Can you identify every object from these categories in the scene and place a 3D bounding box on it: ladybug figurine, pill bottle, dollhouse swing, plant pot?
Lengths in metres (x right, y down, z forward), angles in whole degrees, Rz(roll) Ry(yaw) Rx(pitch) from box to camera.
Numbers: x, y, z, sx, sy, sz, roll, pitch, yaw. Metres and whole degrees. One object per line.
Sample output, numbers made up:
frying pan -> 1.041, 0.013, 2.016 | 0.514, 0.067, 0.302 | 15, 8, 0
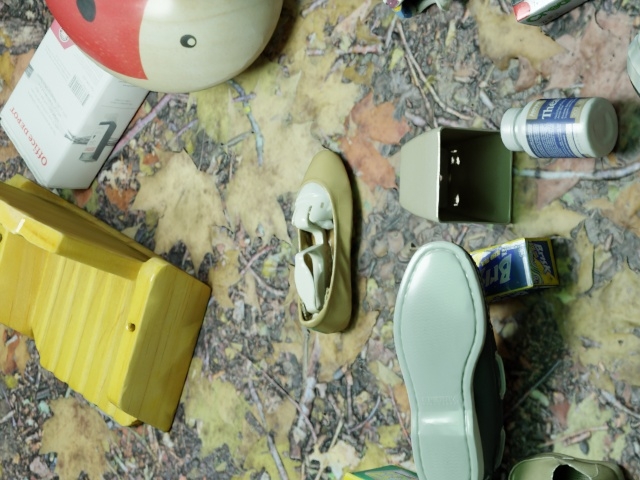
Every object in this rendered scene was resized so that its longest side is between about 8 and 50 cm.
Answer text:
ladybug figurine -> -0.243, -0.375, 2.188 | 0.449, 0.162, 0.305 | 35, 96, 34
pill bottle -> 0.261, -0.124, 1.817 | 0.120, 0.067, 0.067 | 2, 91, 42
dollhouse swing -> -0.387, 0.077, 2.254 | 0.347, 0.305, 0.315 | 29, 108, 38
plant pot -> 0.149, -0.074, 1.902 | 0.096, 0.109, 0.109 | 2, 91, 56

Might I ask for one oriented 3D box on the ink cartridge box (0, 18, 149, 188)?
ink cartridge box -> -0.353, -0.203, 2.369 | 0.218, 0.092, 0.158 | -52, 57, 27

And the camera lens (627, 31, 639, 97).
camera lens -> 0.440, -0.205, 1.550 | 0.219, 0.219, 0.274 | 50, 121, 31

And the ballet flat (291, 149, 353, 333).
ballet flat -> 0.000, 0.000, 2.053 | 0.080, 0.073, 0.232 | -10, 82, 42

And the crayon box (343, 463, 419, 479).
crayon box -> 0.162, 0.460, 1.875 | 0.363, 0.106, 0.313 | 17, 99, 41

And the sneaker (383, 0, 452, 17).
sneaker -> 0.083, -0.309, 1.984 | 0.185, 0.069, 0.084 | 3, 86, 44

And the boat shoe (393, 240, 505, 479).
boat shoe -> 0.152, 0.143, 1.866 | 0.114, 0.091, 0.303 | 7, 104, 28

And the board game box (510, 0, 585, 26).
board game box -> 0.315, -0.384, 1.782 | 0.305, 0.053, 0.193 | -27, 71, 39

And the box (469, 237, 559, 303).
box -> 0.188, 0.042, 1.891 | 0.169, 0.054, 0.059 | -17, 78, 42

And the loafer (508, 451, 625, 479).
loafer -> 0.264, 0.263, 1.820 | 0.148, 0.050, 0.056 | -10, 83, 42
